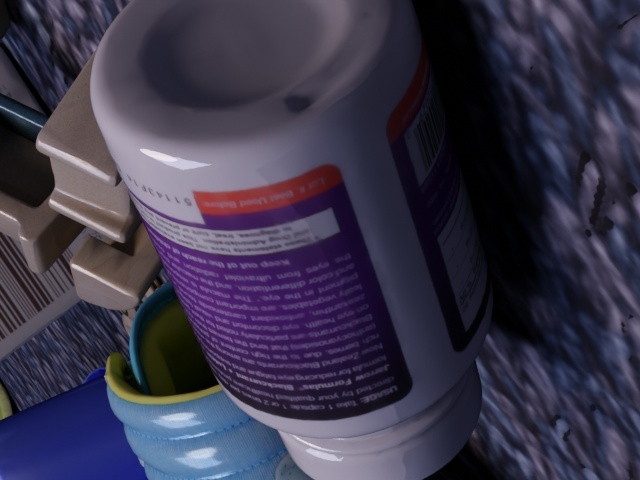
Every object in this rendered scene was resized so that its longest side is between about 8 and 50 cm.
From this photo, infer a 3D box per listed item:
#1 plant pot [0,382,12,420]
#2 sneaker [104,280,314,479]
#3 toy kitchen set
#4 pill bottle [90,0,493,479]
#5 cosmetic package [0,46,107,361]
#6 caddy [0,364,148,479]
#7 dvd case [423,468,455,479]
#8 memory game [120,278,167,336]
[{"bbox_3d":[-0.496,0.144,2.007,0.254,0.276,0.276,51,167,42],"label":"plant pot"},{"bbox_3d":[-0.036,0.119,0.965,0.208,0.127,0.319,63,161,1],"label":"sneaker"},{"bbox_3d":[-0.148,-0.083,0.925,0.207,0.122,0.166,26,156,12],"label":"toy kitchen set"},{"bbox_3d":[0.000,0.000,0.665,0.108,0.108,0.193,36,157,40],"label":"pill bottle"},{"bbox_3d":[-0.234,-0.015,1.152,0.151,0.151,0.183,58,160,-18],"label":"cosmetic package"},{"bbox_3d":[-0.162,0.233,1.418,0.241,0.179,0.341,64,152,10],"label":"caddy"},{"bbox_3d":[0.101,0.206,0.974,0.164,0.018,0.221,42,160,30],"label":"dvd case"},{"bbox_3d":[-0.076,0.082,1.182,0.186,0.012,0.186,45,161,20],"label":"memory game"}]
